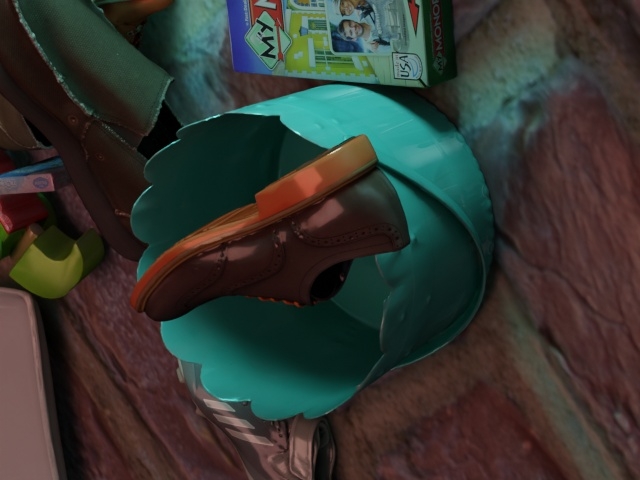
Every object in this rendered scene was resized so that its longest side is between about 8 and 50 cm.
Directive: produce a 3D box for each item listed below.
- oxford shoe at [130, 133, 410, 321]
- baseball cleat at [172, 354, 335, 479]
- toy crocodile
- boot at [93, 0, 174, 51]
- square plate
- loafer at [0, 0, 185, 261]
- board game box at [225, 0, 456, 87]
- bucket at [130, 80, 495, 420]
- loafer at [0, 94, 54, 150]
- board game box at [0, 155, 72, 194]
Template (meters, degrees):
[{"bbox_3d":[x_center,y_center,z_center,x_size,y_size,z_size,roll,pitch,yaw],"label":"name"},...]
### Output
[{"bbox_3d":[-0.045,0.019,1.430,0.271,0.097,0.098,-30,93,42],"label":"oxford shoe"},{"bbox_3d":[-0.053,0.165,1.775,0.109,0.072,0.206,-32,90,30],"label":"baseball cleat"},{"bbox_3d":[-0.359,-0.070,1.900,0.340,0.115,0.105,48,128,13],"label":"toy crocodile"},{"bbox_3d":[-0.180,-0.202,1.739,0.158,0.059,0.085,-11,113,42],"label":"boot"},{"bbox_3d":[-0.401,0.195,2.087,0.347,0.049,0.344,7,112,39],"label":"square plate"},{"bbox_3d":[-0.191,-0.146,1.681,0.130,0.134,0.366,-14,127,25],"label":"loafer"},{"bbox_3d":[0.003,-0.290,1.545,0.213,0.046,0.317,8,112,38],"label":"board game box"},{"bbox_3d":[0.000,0.000,1.572,0.281,0.183,0.281,17,118,35],"label":"bucket"},{"bbox_3d":[-0.284,-0.194,1.809,0.087,0.094,0.251,21,129,27],"label":"loafer"},{"bbox_3d":[-0.259,-0.066,1.830,0.090,0.090,0.020,-2,106,41],"label":"board game box"}]
